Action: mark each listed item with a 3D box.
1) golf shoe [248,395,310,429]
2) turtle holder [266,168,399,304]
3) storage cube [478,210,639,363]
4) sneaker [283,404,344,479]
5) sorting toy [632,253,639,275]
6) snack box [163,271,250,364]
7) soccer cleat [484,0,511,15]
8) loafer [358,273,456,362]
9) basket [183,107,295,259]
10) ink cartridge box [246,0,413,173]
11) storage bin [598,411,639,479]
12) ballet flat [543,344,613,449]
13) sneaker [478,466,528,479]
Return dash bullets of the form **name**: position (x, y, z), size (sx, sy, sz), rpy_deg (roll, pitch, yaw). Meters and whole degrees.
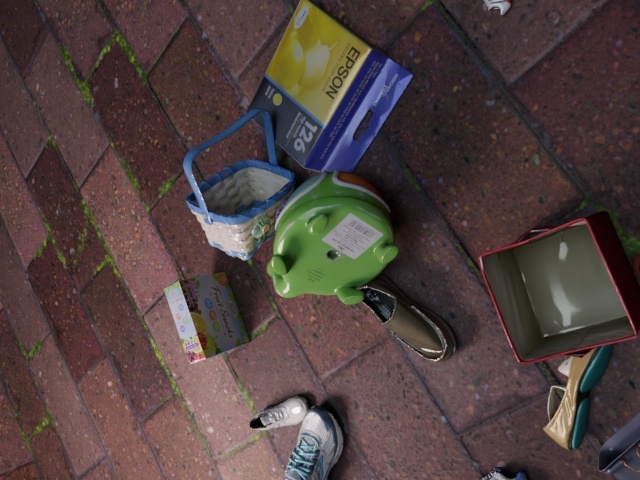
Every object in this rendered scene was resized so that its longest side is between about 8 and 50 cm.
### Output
- **golf shoe**: position (-0.106, 0.446, 1.412), size (0.176, 0.086, 0.069), rpy_deg (-32, 76, 32)
- **turtle holder**: position (0.020, -0.002, 1.188), size (0.243, 0.227, 0.320), rpy_deg (7, 131, -7)
- **storage cube**: position (0.407, 0.075, 0.935), size (0.184, 0.193, 0.215), rpy_deg (-26, 82, 35)
- **sneaker**: position (-0.026, 0.537, 1.342), size (0.110, 0.122, 0.283), rpy_deg (15, 104, 33)
- **sorting toy**: position (0.567, 0.044, 0.917), size (0.102, 0.042, 0.061), rpy_deg (30, 128, 16)
- **snack box**: position (-0.292, 0.196, 1.457), size (0.070, 0.174, 0.207), rpy_deg (-25, 81, 32)
- **soccer cleat**: position (0.314, -0.446, 1.038), size (0.083, 0.029, 0.035), rpy_deg (37, 111, 21)
- **loafer**: position (0.170, 0.170, 1.179), size (0.251, 0.087, 0.094), rpy_deg (38, 116, 26)
- **basket**: position (-0.177, -0.126, 1.276), size (0.201, 0.255, 0.289), rpy_deg (17, 136, 36)
- **ink cartridge box**: position (0.003, -0.324, 1.251), size (0.307, 0.072, 0.303), rpy_deg (45, 118, 25)
- **storage bin**: position (0.549, 0.362, 0.937), size (0.091, 0.098, 0.135), rpy_deg (37, 116, 15)
- **ballet flat**: position (0.451, 0.261, 1.001), size (0.073, 0.080, 0.232), rpy_deg (25, 109, 47)
- **sneaker**: position (0.350, 0.480, 1.120), size (0.135, 0.052, 0.058), rpy_deg (-12, 79, 28)
